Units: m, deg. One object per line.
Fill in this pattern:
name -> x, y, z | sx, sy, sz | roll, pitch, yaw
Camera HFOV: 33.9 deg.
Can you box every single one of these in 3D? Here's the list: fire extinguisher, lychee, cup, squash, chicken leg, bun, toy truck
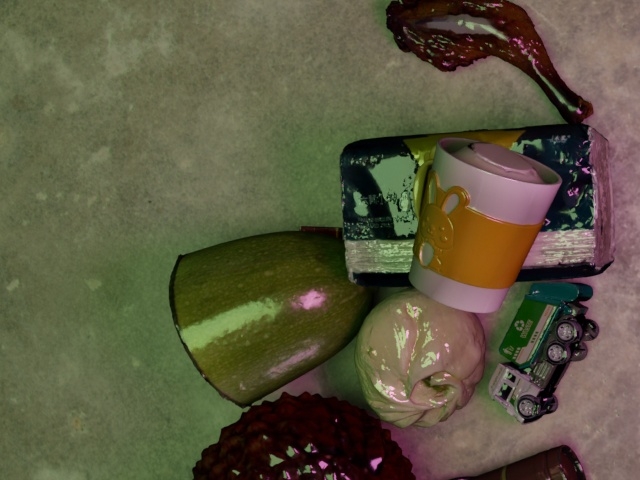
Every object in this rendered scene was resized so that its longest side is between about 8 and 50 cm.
fire extinguisher -> 0.301, 0.466, 1.843 | 0.341, 0.105, 0.141 | -29, 104, 28
lychee -> -0.016, 0.472, 1.799 | 0.500, 0.424, 0.425 | -12, 89, 54
cup -> 0.213, -0.036, 1.537 | 0.241, 0.185, 0.226 | 38, 119, 49
squash -> -0.060, 0.102, 1.860 | 0.309, 0.310, 0.310 | -26, 84, 20
chicken leg -> 0.294, -0.333, 1.794 | 0.407, 0.096, 0.158 | 30, 108, 15
bun -> 0.184, 0.211, 1.795 | 0.259, 0.259, 0.160 | -60, 39, 15
toy truck -> 0.382, 0.183, 1.786 | 0.124, 0.114, 0.253 | 34, 106, 30

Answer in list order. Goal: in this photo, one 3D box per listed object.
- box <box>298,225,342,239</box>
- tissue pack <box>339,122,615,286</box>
box -> 0.000, 0.000, 1.973 | 0.082, 0.023, 0.051 | 3, 96, 22
tissue pack -> 0.267, -0.054, 1.730 | 0.416, 0.264, 0.253 | -2, 92, 23
